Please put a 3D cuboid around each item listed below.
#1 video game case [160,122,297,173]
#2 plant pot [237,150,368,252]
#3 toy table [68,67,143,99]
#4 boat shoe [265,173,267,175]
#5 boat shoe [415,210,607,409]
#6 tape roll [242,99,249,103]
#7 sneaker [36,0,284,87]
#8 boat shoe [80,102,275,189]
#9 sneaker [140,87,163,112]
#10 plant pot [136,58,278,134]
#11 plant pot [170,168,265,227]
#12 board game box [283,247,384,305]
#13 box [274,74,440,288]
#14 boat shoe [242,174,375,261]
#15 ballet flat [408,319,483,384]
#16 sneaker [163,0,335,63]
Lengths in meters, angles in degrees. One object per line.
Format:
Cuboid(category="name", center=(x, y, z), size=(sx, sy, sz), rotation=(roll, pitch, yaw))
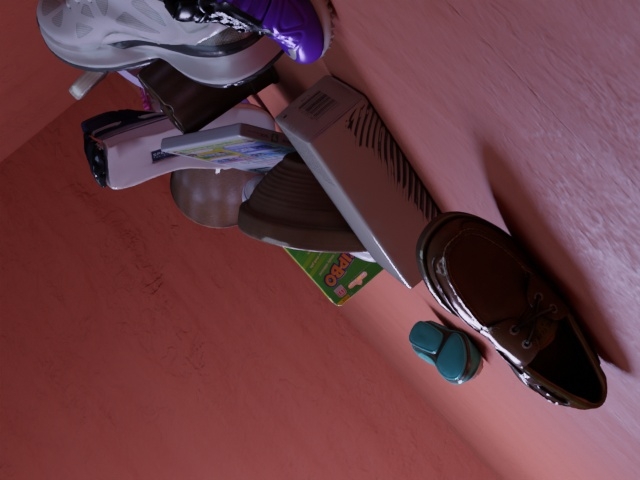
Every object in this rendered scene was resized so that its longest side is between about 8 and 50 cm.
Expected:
Cuboid(category="video game case", center=(-0.104, -0.137, 1.959), size=(0.193, 0.023, 0.212), rotation=(11, 170, -38))
Cuboid(category="plant pot", center=(0.003, -0.065, 1.851), size=(0.237, 0.237, 0.109), rotation=(-143, 55, -66))
Cuboid(category="toy table", center=(-0.312, -0.340, 2.187), size=(0.274, 0.252, 0.161), rotation=(57, 158, -1))
Cuboid(category="boat shoe", center=(-0.057, -0.120, 2.260), size=(0.109, 0.094, 0.302), rotation=(50, 174, -1))
Cuboid(category="boat shoe", center=(0.225, 0.079, 1.425), size=(0.307, 0.110, 0.104), rotation=(42, 176, -35))
Cuboid(category="tape roll", center=(-0.196, -0.259, 2.499), size=(0.189, 0.080, 0.189), rotation=(48, 174, 7))
Cuboid(category="sneaker", center=(-0.252, -0.357, 1.693), size=(0.447, 0.169, 0.257), rotation=(14, 144, 40))
Cuboid(category="boat shoe", center=(-0.262, -0.195, 2.301), size=(0.158, 0.341, 0.127), rotation=(45, 141, 51))
Cuboid(category="sneaker", center=(-0.284, -0.351, 2.383), size=(0.103, 0.111, 0.252), rotation=(-176, 75, -74))
Cuboid(category="plant pot", center=(-0.178, -0.254, 1.979), size=(0.167, 0.165, 0.167), rotation=(48, 174, 7))
Cuboid(category="plant pot", center=(-0.210, -0.172, 2.695), size=(0.215, 0.215, 0.230), rotation=(48, 161, 17))
Cuboid(category="board game box", center=(0.000, 0.000, 2.447), size=(0.259, 0.124, 0.039), rotation=(47, 175, 24))
Cuboid(category="box", center=(0.063, -0.073, 1.664), size=(0.275, 0.094, 0.113), rotation=(53, 173, -35))
Cuboid(category="boat shoe", center=(-0.003, -0.050, 2.039), size=(0.267, 0.096, 0.088), rotation=(26, 151, 17))
Cuboid(category="ballet flat", center=(0.235, 0.198, 2.250), size=(0.087, 0.083, 0.247), rotation=(26, -177, -21))
Cuboid(category="sneaker", center=(-0.093, -0.266, 1.345), size=(0.102, 0.146, 0.293), rotation=(46, 172, 37))
